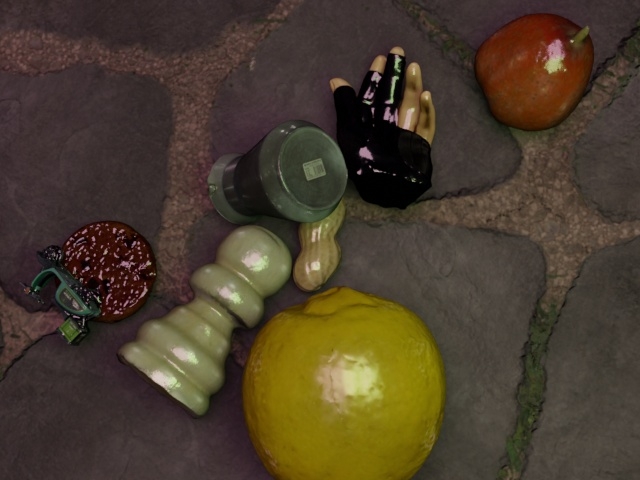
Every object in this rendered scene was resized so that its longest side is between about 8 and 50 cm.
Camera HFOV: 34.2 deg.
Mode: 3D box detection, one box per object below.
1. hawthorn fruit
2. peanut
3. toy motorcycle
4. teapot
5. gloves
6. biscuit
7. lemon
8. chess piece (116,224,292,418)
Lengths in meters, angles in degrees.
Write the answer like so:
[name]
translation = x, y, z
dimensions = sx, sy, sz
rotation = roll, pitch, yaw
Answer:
[hawthorn fruit]
translation = 0.383, -0.304, 1.774
dimensions = 0.199, 0.251, 0.199
rotation = 10, 65, -22
[peanut]
translation = 0.000, 0.000, 1.817
dimensions = 0.082, 0.082, 0.187
rotation = 6, 76, 6
[toy motorcycle]
translation = -0.449, 0.090, 1.799
dimensions = 0.100, 0.058, 0.173
rotation = -44, 75, 4
[teapot]
translation = -0.066, -0.108, 1.768
dimensions = 0.203, 0.225, 0.171
rotation = -13, 92, -38
[gloves]
translation = 0.106, -0.203, 1.819
dimensions = 0.197, 0.152, 0.301
rotation = 13, 70, -15
[biscuit]
translation = -0.382, 0.057, 1.848
dimensions = 0.192, 0.049, 0.192
rotation = -3, 72, 9
[lemon]
translation = 0.038, 0.244, 1.630
dimensions = 0.348, 0.348, 0.347
rotation = -1, 77, 4
[chess piece]
translation = -0.177, 0.120, 1.767
dimensions = 0.182, 0.182, 0.330
rotation = 34, 75, 11
